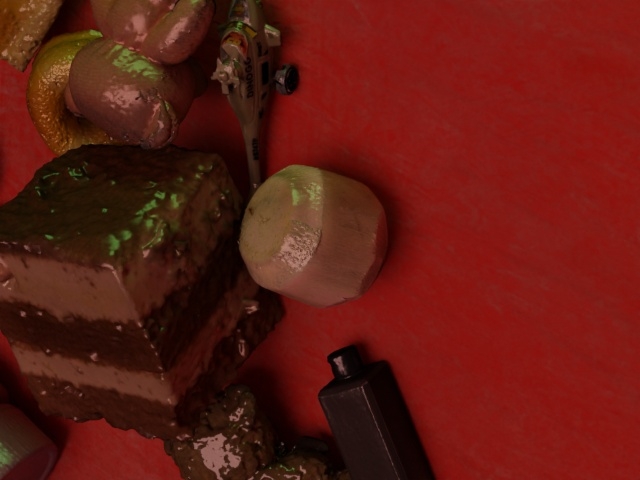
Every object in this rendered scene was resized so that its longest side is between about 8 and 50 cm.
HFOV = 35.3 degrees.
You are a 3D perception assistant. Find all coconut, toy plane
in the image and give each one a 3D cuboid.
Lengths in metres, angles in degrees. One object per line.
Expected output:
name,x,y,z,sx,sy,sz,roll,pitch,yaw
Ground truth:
coconut,0.000,0.000,1.201,0.170,0.182,0.171,-25,55,42
toy plane,-0.087,-0.158,1.234,0.092,0.108,0.287,11,122,23

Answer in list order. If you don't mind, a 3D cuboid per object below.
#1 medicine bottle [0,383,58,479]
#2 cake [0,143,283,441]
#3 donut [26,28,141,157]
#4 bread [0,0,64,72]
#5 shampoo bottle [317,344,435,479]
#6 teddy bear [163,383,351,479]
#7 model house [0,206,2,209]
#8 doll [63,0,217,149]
medicine bottle,-0.614,0.268,1.563,0.388,0.219,0.219,40,119,13
cake,-0.234,0.056,1.243,0.281,0.256,0.290,7,132,26
donut,-0.305,-0.176,1.321,0.174,0.075,0.190,-2,119,6
bread,-0.424,-0.332,1.307,0.169,0.160,0.140,-48,38,29
shampoo bottle,0.072,0.252,1.279,0.079,0.080,0.246,-20,95,29
teddy bear,-0.098,0.314,1.346,0.267,0.156,0.256,-33,87,32
model house,-0.432,0.097,1.468,0.180,0.176,0.248,1,122,27
doll,-0.182,-0.257,1.193,0.201,0.156,0.303,29,99,36
